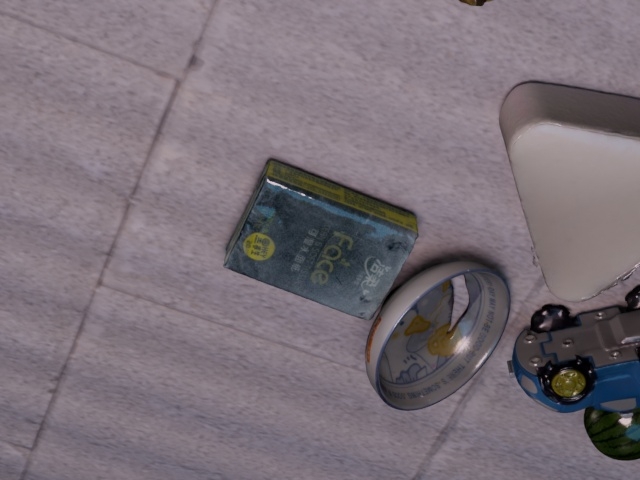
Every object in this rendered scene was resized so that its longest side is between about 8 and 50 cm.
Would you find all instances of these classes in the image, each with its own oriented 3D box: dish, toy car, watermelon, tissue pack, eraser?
[{"bbox_3d":[0.163,0.127,1.955,0.273,0.134,0.273,-23,135,-25],"label":"dish"},{"bbox_3d":[0.463,0.200,1.952,0.314,0.198,0.166,-13,115,7],"label":"toy car"},{"bbox_3d":[0.542,0.294,2.057,0.187,0.140,0.140,-29,119,11],"label":"watermelon"},{"bbox_3d":[0.000,0.000,1.897,0.257,0.081,0.185,21,121,-12],"label":"tissue pack"},{"bbox_3d":[0.444,-0.094,1.800,0.331,0.150,0.331,2,123,2],"label":"eraser"}]

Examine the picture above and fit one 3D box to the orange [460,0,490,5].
[{"bbox_3d":[0.223,-0.494,1.496,0.271,0.210,0.368,25,127,21],"label":"orange"}]
